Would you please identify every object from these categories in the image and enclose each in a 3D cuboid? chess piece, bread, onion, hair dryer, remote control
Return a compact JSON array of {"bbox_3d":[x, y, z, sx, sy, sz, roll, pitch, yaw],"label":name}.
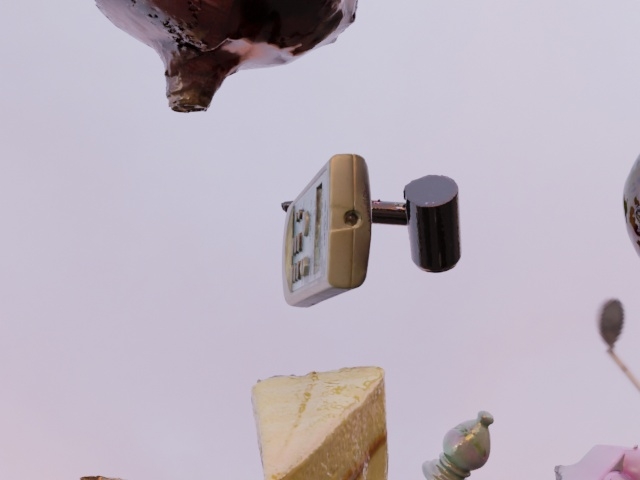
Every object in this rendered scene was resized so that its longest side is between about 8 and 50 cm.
[{"bbox_3d":[0.171,0.360,1.389,0.139,0.139,0.272,20,-75,-40],"label":"chess piece"},{"bbox_3d":[0.017,0.264,1.045,0.163,0.264,0.168,-6,-74,-5],"label":"bread"},{"bbox_3d":[-0.093,-0.219,0.845,0.252,0.252,0.219,9,-86,-35],"label":"onion"},{"bbox_3d":[0.064,-0.023,1.272,0.247,0.071,0.114,2,-56,18],"label":"hair dryer"},{"bbox_3d":[0.000,0.000,0.778,0.038,0.098,0.233,2,-8,-11],"label":"remote control"}]

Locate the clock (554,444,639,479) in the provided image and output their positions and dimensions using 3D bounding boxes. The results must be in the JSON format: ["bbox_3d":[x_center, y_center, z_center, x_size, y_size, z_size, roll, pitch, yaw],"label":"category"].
[{"bbox_3d":[0.317,0.375,1.077,0.227,0.090,0.248,-18,-76,-53],"label":"clock"}]

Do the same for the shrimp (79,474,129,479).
[{"bbox_3d":[-0.269,0.334,1.277,0.108,0.059,0.023,13,-90,-15],"label":"shrimp"}]

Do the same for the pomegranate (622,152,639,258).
[{"bbox_3d":[0.282,-0.026,0.680,0.130,0.130,0.130,-16,-45,-16],"label":"pomegranate"}]
